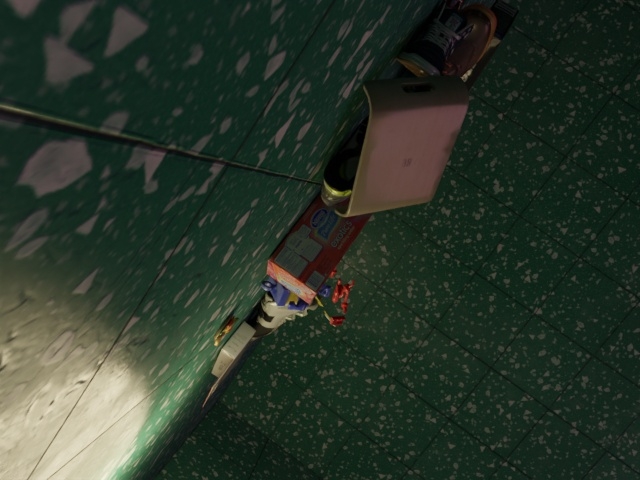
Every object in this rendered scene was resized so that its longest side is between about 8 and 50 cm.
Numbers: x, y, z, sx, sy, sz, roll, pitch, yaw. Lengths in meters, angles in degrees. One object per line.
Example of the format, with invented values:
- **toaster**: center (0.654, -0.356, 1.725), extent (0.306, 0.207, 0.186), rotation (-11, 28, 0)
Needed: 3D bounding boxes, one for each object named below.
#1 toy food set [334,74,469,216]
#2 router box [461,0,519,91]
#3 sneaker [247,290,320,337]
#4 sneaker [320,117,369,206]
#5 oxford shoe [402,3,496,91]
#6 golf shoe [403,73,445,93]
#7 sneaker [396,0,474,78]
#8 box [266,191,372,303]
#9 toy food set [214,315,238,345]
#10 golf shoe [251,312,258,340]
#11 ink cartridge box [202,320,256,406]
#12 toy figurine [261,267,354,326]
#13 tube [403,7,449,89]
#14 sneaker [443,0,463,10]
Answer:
- **toy food set**: center (0.155, -0.187, 0.975), extent (0.219, 0.092, 0.306), rotation (-11, 136, -22)
- **router box**: center (0.465, -0.545, 1.448), extent (0.243, 0.080, 0.309), rotation (-55, 175, -39)
- **sneaker**: center (-0.171, 0.233, 1.688), extent (0.330, 0.146, 0.123), rotation (-33, -147, 24)
- **sneaker**: center (0.091, -0.196, 1.151), extent (0.300, 0.111, 0.121), rotation (-44, 178, -31)
- **oxford shoe**: center (0.325, -0.453, 1.239), extent (0.133, 0.129, 0.364), rotation (-58, -177, -25)
- **golf shoe**: center (0.255, -0.320, 1.232), extent (0.120, 0.105, 0.273), rotation (-5, 146, -36)
- **sneaker**: center (0.249, -0.420, 0.998), extent (0.153, 0.099, 0.282), rotation (-51, -175, 24)
- **box**: center (0.000, 0.000, 1.276), extent (0.300, 0.154, 0.142), rotation (-55, 177, -20)
- **toy food set**: center (-0.245, 0.229, 1.216), extent (0.083, 0.020, 0.083), rotation (-56, 176, 19)
- **golf shoe**: center (-0.239, 0.324, 1.881), extent (0.176, 0.069, 0.086), rotation (-53, -178, -8)
- **ink cartridge box**: center (-0.334, 0.427, 1.609), extent (0.239, 0.060, 0.275), rotation (-51, 176, -36)
- **toy figurine**: center (-0.079, 0.100, 1.415), extent (0.363, 0.217, 0.191), rotation (57, -42, 47)
- **tube**: center (0.266, -0.471, 1.174), extent (0.080, 0.052, 0.207), rotation (-87, -157, -43)
- **sneaker**: center (0.305, -0.547, 1.028), extent (0.067, 0.042, 0.118), rotation (-59, 178, 17)
